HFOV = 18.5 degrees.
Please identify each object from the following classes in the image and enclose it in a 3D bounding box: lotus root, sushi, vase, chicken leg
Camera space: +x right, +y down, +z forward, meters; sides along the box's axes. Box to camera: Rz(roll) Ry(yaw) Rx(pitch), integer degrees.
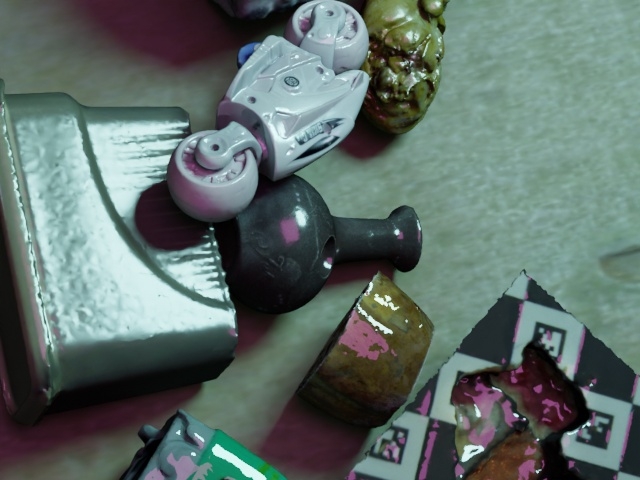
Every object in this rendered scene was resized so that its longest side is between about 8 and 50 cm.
[{"bbox_3d":[0.041,0.090,1.618,0.081,0.122,0.112,27,60,-3],"label":"lotus root"},{"bbox_3d":[0.174,0.223,1.621,0.292,0.059,0.294,44,72,-7],"label":"sushi"},{"bbox_3d":[0.000,0.000,1.653,0.183,0.120,0.120,-2,72,-28],"label":"vase"},{"bbox_3d":[0.077,-0.202,1.731,0.088,0.103,0.227,8,66,13],"label":"chicken leg"}]

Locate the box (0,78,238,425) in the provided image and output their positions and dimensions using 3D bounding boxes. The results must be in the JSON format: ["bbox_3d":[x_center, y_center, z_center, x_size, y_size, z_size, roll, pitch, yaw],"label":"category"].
[{"bbox_3d":[-0.184,0.003,1.607,0.178,0.138,0.274,-6,74,-22],"label":"box"}]

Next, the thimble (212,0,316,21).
[{"bbox_3d":[-0.045,-0.321,1.685,0.157,0.217,0.245,-21,98,-15],"label":"thimble"}]

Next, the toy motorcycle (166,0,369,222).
[{"bbox_3d":[-0.028,-0.104,1.601,0.112,0.112,0.254,35,54,2],"label":"toy motorcycle"}]

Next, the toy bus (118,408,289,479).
[{"bbox_3d":[-0.131,0.317,1.482,0.199,0.183,0.343,34,70,-4],"label":"toy bus"}]
